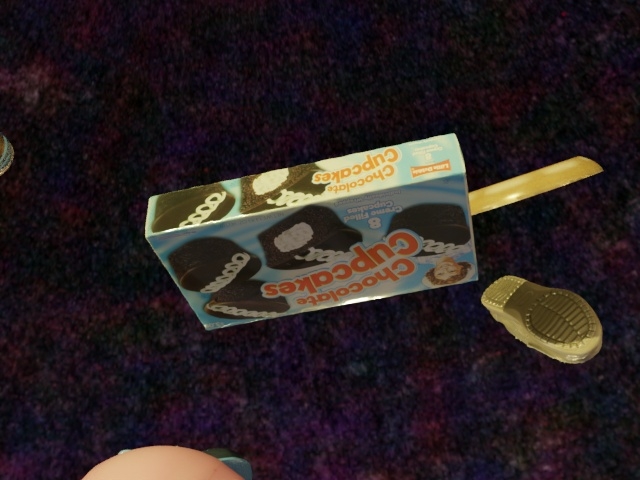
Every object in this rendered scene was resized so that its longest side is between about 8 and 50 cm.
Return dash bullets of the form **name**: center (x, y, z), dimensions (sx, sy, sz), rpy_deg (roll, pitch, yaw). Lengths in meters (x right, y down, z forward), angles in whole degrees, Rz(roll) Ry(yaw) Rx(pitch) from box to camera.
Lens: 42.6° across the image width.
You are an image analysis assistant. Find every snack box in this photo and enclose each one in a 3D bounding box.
- **snack box**: center (0.000, 0.000, 0.878), dimensions (0.321, 0.060, 0.187), rpy_deg (-11, 142, 8)

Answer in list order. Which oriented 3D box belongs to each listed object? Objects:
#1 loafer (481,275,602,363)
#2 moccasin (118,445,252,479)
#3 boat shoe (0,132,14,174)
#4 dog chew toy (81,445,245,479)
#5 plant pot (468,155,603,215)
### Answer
- **loafer**: center (0.369, 0.132, 1.335), dimensions (0.102, 0.268, 0.092), rpy_deg (-43, 115, -4)
- **moccasin**: center (-0.236, 0.317, 0.964), dimensions (0.342, 0.116, 0.138), rpy_deg (-12, 111, -44)
- **boat shoe**: center (-0.346, -0.108, 0.781), dimensions (0.066, 0.183, 0.066), rpy_deg (-35, 132, -10)
- **dog chew toy**: center (-0.057, 0.302, 0.622), dimensions (0.331, 0.207, 0.207), rpy_deg (29, 126, 5)
- **plant pot**: center (0.278, -0.074, 1.163), dimensions (0.236, 0.236, 0.032), rpy_deg (-18, 90, 8)
